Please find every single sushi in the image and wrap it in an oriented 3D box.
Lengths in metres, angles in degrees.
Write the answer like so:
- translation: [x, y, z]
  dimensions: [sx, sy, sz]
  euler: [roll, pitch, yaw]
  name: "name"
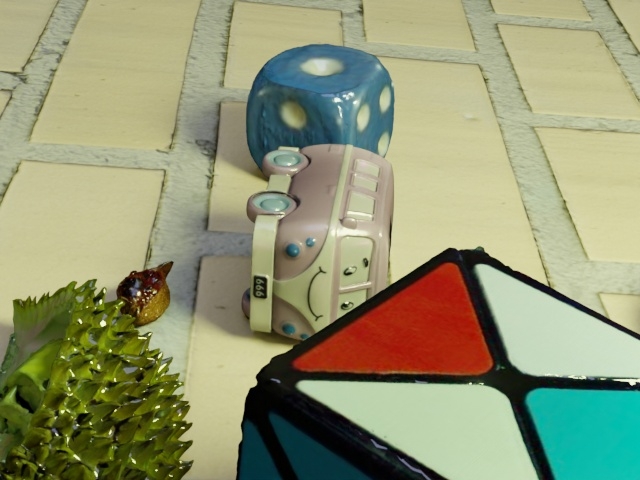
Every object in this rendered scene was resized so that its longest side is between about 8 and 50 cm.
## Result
- translation: [-0.175, 0.051, 1.167]
  dimensions: [0.050, 0.047, 0.099]
  euler: [5, 29, 3]
  name: "sushi"

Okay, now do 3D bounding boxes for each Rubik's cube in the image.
- translation: [0.105, 0.189, 0.799]
  dimensions: [0.248, 0.247, 0.250]
  euler: [28, 37, 29]
  name: "Rubik's cube"

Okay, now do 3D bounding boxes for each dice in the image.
- translation: [0.001, -0.145, 1.430]
  dimensions: [0.143, 0.146, 0.146]
  euler: [18, 34, 22]
  name: "dice"

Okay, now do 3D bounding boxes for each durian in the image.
- translation: [-0.204, 0.155, 0.970]
  dimensions: [0.169, 0.157, 0.356]
  euler: [-26, 27, 16]
  name: "durian"

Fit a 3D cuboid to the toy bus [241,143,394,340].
- translation: [0.000, 0.000, 1.193]
  dimensions: [0.142, 0.142, 0.202]
  euler: [8, 30, 3]
  name: "toy bus"
